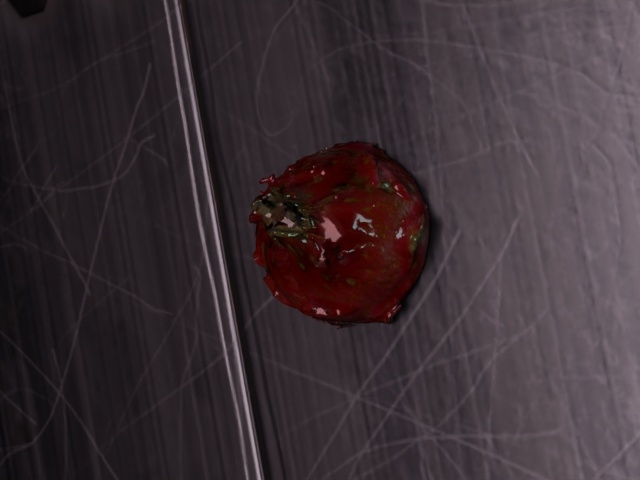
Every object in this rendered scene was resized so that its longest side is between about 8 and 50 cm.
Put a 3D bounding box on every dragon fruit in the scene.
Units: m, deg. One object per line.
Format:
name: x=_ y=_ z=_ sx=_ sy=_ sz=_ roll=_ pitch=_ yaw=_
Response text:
dragon fruit: x=0.000 y=0.000 z=1.306 sx=0.153 sy=0.111 sz=0.153 roll=2 pitch=93 yaw=31
